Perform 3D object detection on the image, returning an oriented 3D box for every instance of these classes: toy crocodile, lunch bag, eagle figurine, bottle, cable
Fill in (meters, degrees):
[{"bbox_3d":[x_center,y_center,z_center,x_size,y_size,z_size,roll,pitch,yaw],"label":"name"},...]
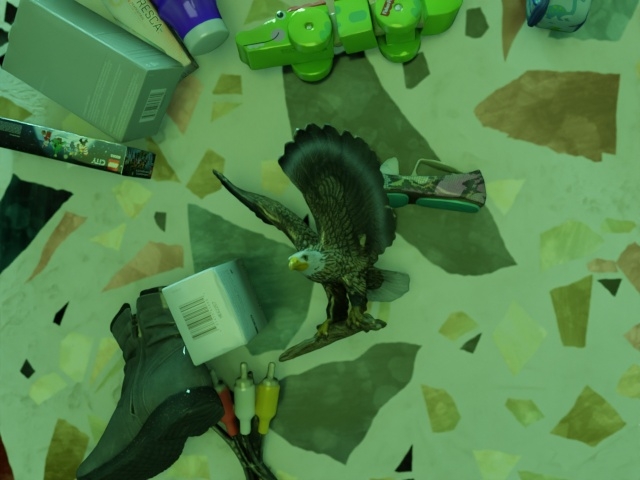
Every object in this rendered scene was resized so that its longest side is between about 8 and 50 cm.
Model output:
[{"bbox_3d":[0.043,-0.316,1.352,0.341,0.115,0.105,-11,73,4],"label":"toy crocodile"},{"bbox_3d":[0.348,-0.410,1.287,0.090,0.176,0.219,10,95,4],"label":"lunch bag"},{"bbox_3d":[-0.002,-0.001,1.320,0.226,0.225,0.298,-18,84,-6],"label":"eagle figurine"},{"bbox_3d":[-0.228,-0.407,1.352,0.092,0.118,0.282,-28,82,-11],"label":"bottle"},{"bbox_3d":[-0.115,0.325,1.419,0.140,0.072,0.287,-7,93,11],"label":"cable"}]

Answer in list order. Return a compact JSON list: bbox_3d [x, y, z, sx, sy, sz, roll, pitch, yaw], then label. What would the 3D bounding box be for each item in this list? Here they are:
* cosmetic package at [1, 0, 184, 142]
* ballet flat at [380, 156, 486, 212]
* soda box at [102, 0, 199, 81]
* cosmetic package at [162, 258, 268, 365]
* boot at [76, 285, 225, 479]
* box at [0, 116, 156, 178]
[{"bbox_3d":[-0.339,-0.257,1.360,0.238,0.107,0.127,35,116,14],"label":"cosmetic package"},{"bbox_3d":[0.137,-0.084,1.381,0.222,0.077,0.079,2,75,0],"label":"ballet flat"},{"bbox_3d":[-0.264,-0.324,1.404,0.063,0.058,0.183,-35,89,6],"label":"soda box"},{"bbox_3d":[-0.145,0.097,1.329,0.086,0.231,0.117,-23,91,6],"label":"cosmetic package"},{"bbox_3d":[-0.278,0.228,1.408,0.338,0.118,0.222,-39,60,30],"label":"boot"},{"bbox_3d":[-0.379,-0.139,1.373,0.233,0.159,0.044,13,92,4],"label":"box"}]
